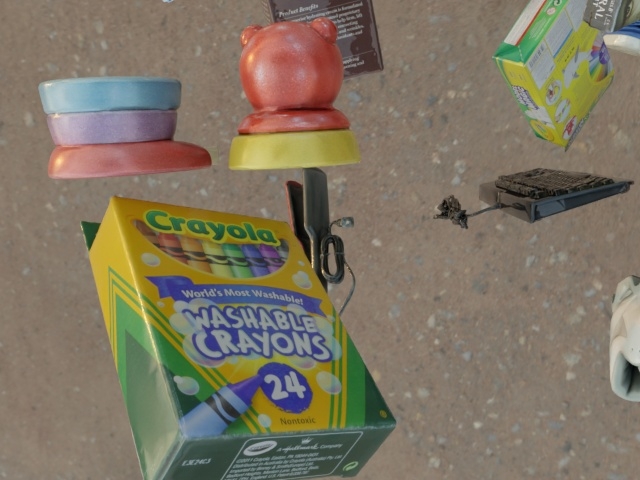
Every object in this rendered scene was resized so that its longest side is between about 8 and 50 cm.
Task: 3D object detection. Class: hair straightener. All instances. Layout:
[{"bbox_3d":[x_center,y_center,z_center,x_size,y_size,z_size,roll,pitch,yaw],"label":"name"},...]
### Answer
[{"bbox_3d":[0.000,0.000,0.861,0.047,0.230,0.089,21,139,-32],"label":"hair straightener"}]

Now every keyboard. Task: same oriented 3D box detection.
[{"bbox_3d":[0.247,-0.059,0.900,0.202,0.317,0.033,-19,96,5],"label":"keyboard"}]

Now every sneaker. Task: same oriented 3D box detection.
[{"bbox_3d":[0.369,0.075,0.664,0.123,0.146,0.330,19,155,10],"label":"sneaker"},{"bbox_3d":[0.407,-0.290,0.919,0.058,0.152,0.084,22,111,12],"label":"sneaker"}]

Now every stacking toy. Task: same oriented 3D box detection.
[{"bbox_3d":[-0.108,-0.140,0.722,0.309,0.279,0.130,-2,99,9],"label":"stacking toy"}]

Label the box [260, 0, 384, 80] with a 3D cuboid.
[{"bbox_3d":[-0.006,-0.376,1.186,0.169,0.167,0.203,-14,114,-4],"label":"box"}]

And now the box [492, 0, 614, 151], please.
[{"bbox_3d":[0.248,-0.175,0.723,0.043,0.179,0.105,32,86,42],"label":"box"}]

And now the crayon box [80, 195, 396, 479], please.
[{"bbox_3d":[-0.092,0.068,0.660,0.083,0.203,0.323,-59,42,29],"label":"crayon box"}]

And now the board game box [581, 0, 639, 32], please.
[{"bbox_3d":[0.228,-0.234,0.433,0.026,0.126,0.186,36,140,36],"label":"board game box"}]
